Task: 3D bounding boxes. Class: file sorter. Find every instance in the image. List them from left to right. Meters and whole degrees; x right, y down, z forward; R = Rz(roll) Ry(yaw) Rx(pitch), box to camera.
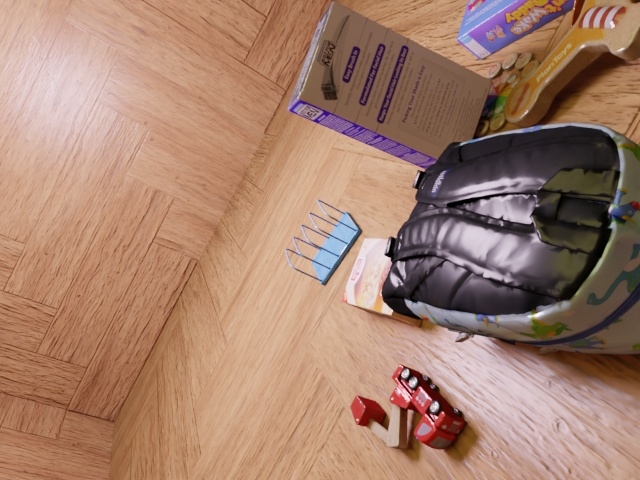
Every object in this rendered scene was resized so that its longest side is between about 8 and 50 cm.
[{"bbox_3d":[0.000,0.000,1.212,0.170,0.105,0.118,-57,24,16],"label":"file sorter"}]

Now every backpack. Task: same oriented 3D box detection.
[{"bbox_3d":[0.252,-0.001,0.568,0.355,0.274,0.289,129,166,-81],"label":"backpack"}]

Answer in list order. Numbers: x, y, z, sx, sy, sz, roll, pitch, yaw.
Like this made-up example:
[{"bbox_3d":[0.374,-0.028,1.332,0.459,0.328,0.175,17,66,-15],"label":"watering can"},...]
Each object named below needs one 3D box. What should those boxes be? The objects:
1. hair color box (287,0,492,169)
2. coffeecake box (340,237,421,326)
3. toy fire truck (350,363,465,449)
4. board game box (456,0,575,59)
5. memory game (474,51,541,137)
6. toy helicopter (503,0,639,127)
[{"bbox_3d":[0.130,-0.273,0.906,0.110,0.339,0.185,-169,99,-74],"label":"hair color box"},{"bbox_3d":[0.132,0.073,0.916,0.186,0.068,0.142,2,68,65],"label":"coffeecake box"},{"bbox_3d":[0.127,0.272,0.748,0.135,0.047,0.192,-61,25,7],"label":"toy fire truck"},{"bbox_3d":[0.432,-0.525,0.902,0.347,0.078,0.233,-12,55,60],"label":"board game box"},{"bbox_3d":[0.339,-0.281,0.924,0.186,0.012,0.186,-46,29,35],"label":"memory game"},{"bbox_3d":[0.398,-0.323,0.712,0.355,0.140,0.234,126,152,-45],"label":"toy helicopter"}]
